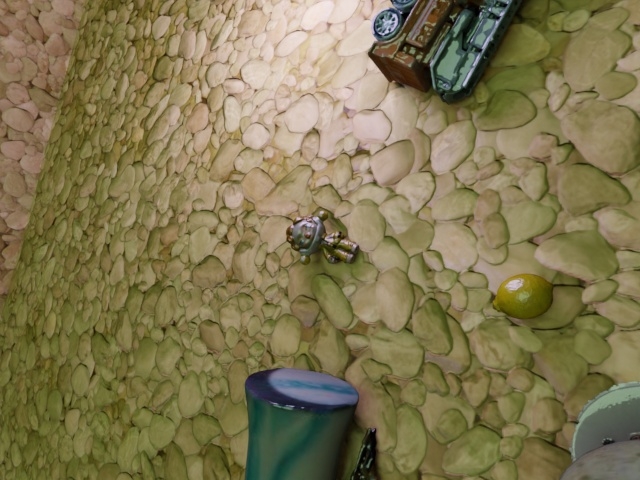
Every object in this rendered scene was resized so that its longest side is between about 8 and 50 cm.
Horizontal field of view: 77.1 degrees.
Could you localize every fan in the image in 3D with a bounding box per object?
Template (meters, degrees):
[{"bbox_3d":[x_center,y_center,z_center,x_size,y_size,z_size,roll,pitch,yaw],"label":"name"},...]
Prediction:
[{"bbox_3d":[0.452,0.239,0.430,0.329,0.009,0.190,-23,67,29],"label":"fan"}]

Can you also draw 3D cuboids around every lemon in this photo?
[{"bbox_3d":[0.278,0.078,0.552,0.083,0.062,0.062,-29,65,26],"label":"lemon"}]

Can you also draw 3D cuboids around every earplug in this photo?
[{"bbox_3d":[-0.051,0.392,0.645,0.185,0.185,0.323,7,88,35],"label":"earplug"}]

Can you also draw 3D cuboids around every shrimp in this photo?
[{"bbox_3d":[0.049,0.424,0.601,0.066,0.117,0.261,13,83,22],"label":"shrimp"}]

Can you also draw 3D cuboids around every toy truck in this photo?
[{"bbox_3d":[0.240,-0.405,0.648,0.184,0.133,0.338,37,104,24],"label":"toy truck"}]

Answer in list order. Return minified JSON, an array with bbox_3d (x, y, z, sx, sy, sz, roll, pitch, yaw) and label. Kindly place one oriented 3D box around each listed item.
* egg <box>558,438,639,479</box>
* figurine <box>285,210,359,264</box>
[{"bbox_3d":[0.373,0.327,0.298,0.379,0.288,0.287,36,100,44],"label":"egg"},{"bbox_3d":[0.003,-0.004,0.760,0.143,0.068,0.101,-3,81,21],"label":"figurine"}]
